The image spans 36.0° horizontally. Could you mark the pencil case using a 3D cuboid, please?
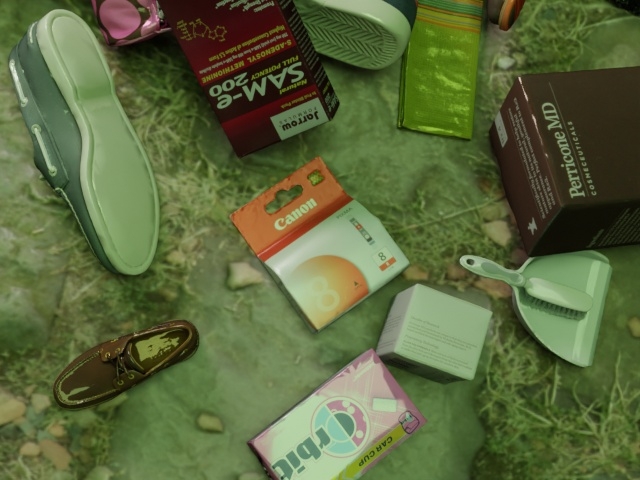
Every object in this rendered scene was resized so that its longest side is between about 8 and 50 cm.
[{"bbox_3d":[-0.235,-0.338,1.157,0.095,0.098,0.209,-31,116,-30],"label":"pencil case"}]

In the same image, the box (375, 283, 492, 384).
[{"bbox_3d":[0.131,0.113,1.163,0.102,0.101,0.087,20,76,-7],"label":"box"}]

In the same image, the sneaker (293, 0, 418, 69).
[{"bbox_3d":[-0.042,-0.339,1.227,0.350,0.131,0.148,23,59,-2],"label":"sneaker"}]

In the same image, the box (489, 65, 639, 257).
[{"bbox_3d":[0.425,-0.109,1.222,0.382,0.143,0.191,-8,64,-10],"label":"box"}]

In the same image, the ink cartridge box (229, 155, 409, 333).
[{"bbox_3d":[0.000,0.000,1.195,0.145,0.045,0.179,-35,89,-15],"label":"ink cartridge box"}]

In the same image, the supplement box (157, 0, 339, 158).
[{"bbox_3d":[-0.087,-0.231,1.141,0.130,0.073,0.239,-21,109,17],"label":"supplement box"}]

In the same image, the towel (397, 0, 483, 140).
[{"bbox_3d":[0.160,-0.251,1.285,0.102,0.021,0.237,8,77,-7],"label":"towel"}]

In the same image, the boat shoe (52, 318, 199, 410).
[{"bbox_3d":[-0.221,0.136,1.118,0.178,0.060,0.064,-25,84,-14],"label":"boat shoe"}]

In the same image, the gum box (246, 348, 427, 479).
[{"bbox_3d":[0.014,0.225,1.139,0.188,0.062,0.107,-36,86,-15],"label":"gum box"}]

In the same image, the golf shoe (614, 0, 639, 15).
[{"bbox_3d":[0.410,-0.369,1.325,0.198,0.077,0.093,22,75,-6],"label":"golf shoe"}]

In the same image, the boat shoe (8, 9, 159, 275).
[{"bbox_3d":[-0.281,-0.105,1.158,0.099,0.116,0.319,-19,89,30],"label":"boat shoe"}]

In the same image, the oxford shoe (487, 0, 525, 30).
[{"bbox_3d":[0.237,-0.400,1.304,0.098,0.097,0.271,8,70,10],"label":"oxford shoe"}]

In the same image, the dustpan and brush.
[{"bbox_3d":[0.264,0.060,1.218,0.211,0.060,0.147,18,76,-6],"label":"dustpan and brush"}]
